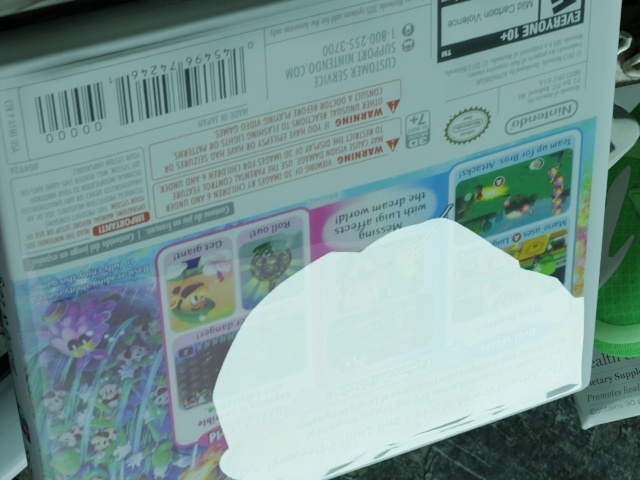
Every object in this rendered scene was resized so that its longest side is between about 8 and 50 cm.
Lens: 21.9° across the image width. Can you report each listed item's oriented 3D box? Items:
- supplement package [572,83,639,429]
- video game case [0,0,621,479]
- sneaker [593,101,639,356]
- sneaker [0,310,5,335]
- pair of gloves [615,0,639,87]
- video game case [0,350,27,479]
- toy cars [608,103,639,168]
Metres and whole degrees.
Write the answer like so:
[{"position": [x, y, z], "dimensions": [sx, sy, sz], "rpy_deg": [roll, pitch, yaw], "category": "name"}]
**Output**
[{"position": [0.227, -0.024, 0.938], "dimensions": [0.194, 0.203, 0.149], "rpy_deg": [-17, 179, 26], "category": "supplement package"}, {"position": [0.000, 0.000, 0.400], "dimensions": [0.157, 0.143, 0.019], "rpy_deg": [-16, -143, -20], "category": "video game case"}, {"position": [0.185, -0.038, 0.700], "dimensions": [0.123, 0.109, 0.295], "rpy_deg": [-30, 167, -43], "category": "sneaker"}, {"position": [-0.151, 0.014, 0.696], "dimensions": [0.073, 0.063, 0.162], "rpy_deg": [-13, 180, 4], "category": "sneaker"}, {"position": [0.058, -0.058, 0.735], "dimensions": [0.240, 0.042, 0.204], "rpy_deg": [-16, 180, 2], "category": "pair of gloves"}, {"position": [-0.168, 0.093, 0.797], "dimensions": [0.329, 0.036, 0.300], "rpy_deg": [-41, -175, 10], "category": "video game case"}, {"position": [0.089, -0.038, 0.516], "dimensions": [0.393, 0.087, 0.176], "rpy_deg": [-17, -141, 35], "category": "toy cars"}]
